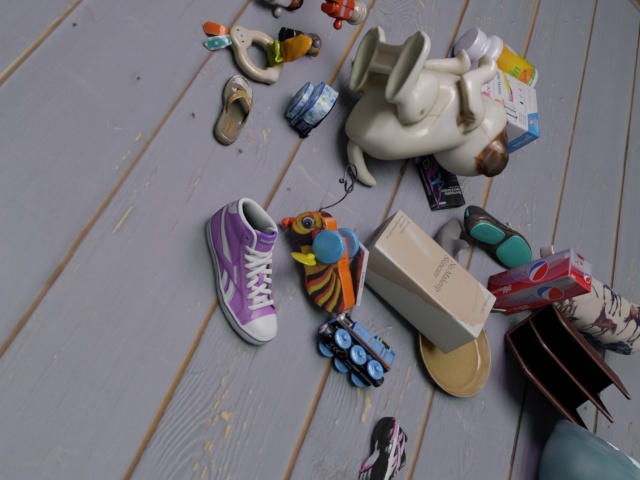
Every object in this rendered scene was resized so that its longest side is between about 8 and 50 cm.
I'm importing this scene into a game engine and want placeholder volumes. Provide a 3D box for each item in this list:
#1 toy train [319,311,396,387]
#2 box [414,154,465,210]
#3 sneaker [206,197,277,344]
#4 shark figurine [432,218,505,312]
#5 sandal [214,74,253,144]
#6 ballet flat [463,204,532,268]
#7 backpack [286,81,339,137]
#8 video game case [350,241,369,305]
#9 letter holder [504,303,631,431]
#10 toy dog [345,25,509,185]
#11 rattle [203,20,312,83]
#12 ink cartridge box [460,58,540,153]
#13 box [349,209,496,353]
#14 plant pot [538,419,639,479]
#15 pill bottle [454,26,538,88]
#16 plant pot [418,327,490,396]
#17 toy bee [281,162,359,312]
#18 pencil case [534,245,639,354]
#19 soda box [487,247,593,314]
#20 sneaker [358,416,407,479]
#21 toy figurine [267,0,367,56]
[{"bbox_3d":[0.075,0.229,1.427,0.184,0.080,0.105,45,42,-11],"label":"toy train"},{"bbox_3d":[0.320,-0.163,1.801,0.116,0.029,0.162,-9,78,-38],"label":"box"},{"bbox_3d":[-0.129,0.056,1.289,0.102,0.161,0.282,-17,83,-41],"label":"sneaker"},{"bbox_3d":[0.344,0.059,1.663,0.166,0.116,0.278,0,64,-34],"label":"shark figurine"},{"bbox_3d":[-0.182,-0.289,1.463,0.072,0.049,0.180,28,57,-25],"label":"sandal"},{"bbox_3d":[0.479,-0.017,1.810,0.280,0.095,0.096,34,29,-38],"label":"ballet flat"},{"bbox_3d":[-0.021,-0.312,1.551,0.084,0.114,0.105,36,54,-20],"label":"backpack"},{"bbox_3d":[0.081,0.070,1.455,0.011,0.087,0.122,5,104,-12],"label":"video game case"},{"bbox_3d":[0.634,0.340,1.687,0.302,0.152,0.214,46,16,-12],"label":"letter holder"},{"bbox_3d":[0.289,-0.288,1.635,0.407,0.284,0.395,16,93,-29],"label":"toy dog"},{"bbox_3d":[-0.146,-0.448,1.504,0.199,0.142,0.130,34,73,-29],"label":"rattle"},{"bbox_3d":[0.476,-0.368,1.912,0.232,0.168,0.171,18,62,-29],"label":"ink cartridge box"},{"bbox_3d":[0.234,0.096,1.540,0.311,0.121,0.148,41,51,-5],"label":"box"},{"bbox_3d":[0.636,0.594,1.586,0.293,0.293,0.196,42,78,-15],"label":"plant pot"},{"bbox_3d":[0.528,-0.533,2.040,0.245,0.136,0.136,30,56,-24],"label":"pill bottle"},{"bbox_3d":[0.318,0.260,1.623,0.236,0.032,0.236,14,64,-32],"label":"plant pot"},{"bbox_3d":[0.000,0.000,1.439,0.195,0.162,0.298,36,61,-59],"label":"toy bee"},{"bbox_3d":[0.765,0.178,1.908,0.410,0.160,0.184,29,71,-24],"label":"pencil case"},{"bbox_3d":[0.549,0.110,1.705,0.092,0.263,0.083,32,56,-22],"label":"soda box"},{"bbox_3d":[0.142,0.460,1.385,0.077,0.072,0.178,43,57,-28],"label":"sneaker"},{"bbox_3d":[-0.016,-0.570,1.604,0.148,0.209,0.213,-9,70,-55],"label":"toy figurine"}]
